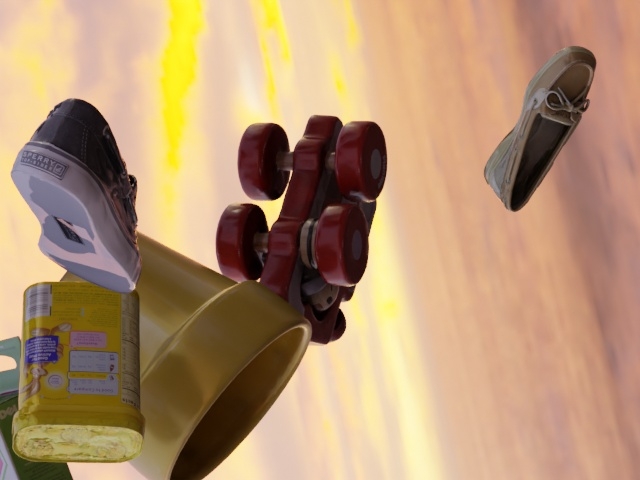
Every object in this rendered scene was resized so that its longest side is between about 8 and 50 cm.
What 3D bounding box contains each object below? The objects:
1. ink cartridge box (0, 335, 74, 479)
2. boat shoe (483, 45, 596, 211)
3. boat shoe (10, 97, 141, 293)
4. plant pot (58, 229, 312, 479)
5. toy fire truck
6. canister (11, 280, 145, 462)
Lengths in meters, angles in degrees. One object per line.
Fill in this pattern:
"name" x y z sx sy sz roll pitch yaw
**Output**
"ink cartridge box" -0.318 0.210 1.749 0.109 0.062 0.209 -16 96 50
"boat shoe" 0.194 -0.095 1.483 0.153 0.056 0.048 -57 34 24
"boat shoe" -0.162 -0.032 1.219 0.228 0.080 0.076 75 -142 -66
"plant pot" -0.177 0.117 1.957 0.239 0.254 0.254 39 172 14
"toy fire truck" 0.000 0.000 2.169 0.254 0.169 0.302 62 -146 -50
"canister" -0.235 0.126 1.691 0.073 0.126 0.170 106 164 -52
